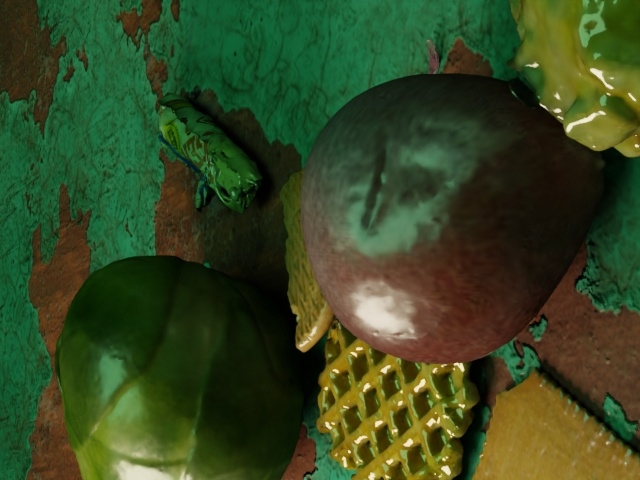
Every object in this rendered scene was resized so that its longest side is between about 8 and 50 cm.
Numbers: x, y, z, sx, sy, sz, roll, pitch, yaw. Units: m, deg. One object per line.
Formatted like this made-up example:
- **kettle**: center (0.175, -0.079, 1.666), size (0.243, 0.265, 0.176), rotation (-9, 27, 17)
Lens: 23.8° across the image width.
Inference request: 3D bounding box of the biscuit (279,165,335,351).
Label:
- **biscuit**: center (0.001, 0.000, 1.677), size (0.144, 0.033, 0.224), rotation (-51, 36, 40)

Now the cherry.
- **cherry**: center (0.111, -0.024, 1.343), size (0.307, 0.221, 0.261), rotation (-19, 77, 40)

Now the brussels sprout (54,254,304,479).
- **brussels sprout**: center (-0.168, 0.168, 1.790), size (0.315, 0.276, 0.371), rotation (101, 157, -46)

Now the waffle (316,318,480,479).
- **waffle**: center (0.075, 0.150, 1.571), size (0.291, 0.051, 0.291), rotation (6, 97, 58)

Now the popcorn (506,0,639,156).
- **popcorn**: center (0.240, -0.179, 1.103), size (0.286, 0.215, 0.252), rotation (-76, -27, -54)

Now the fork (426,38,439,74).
- **fork**: center (0.108, -0.149, 1.542), size (0.016, 0.012, 0.115), rotation (-138, 49, -56)

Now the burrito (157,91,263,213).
- **burrito**: center (-0.149, -0.100, 1.942), size (0.288, 0.054, 0.104), rotation (42, 127, 52)

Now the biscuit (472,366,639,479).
- **biscuit**: center (0.209, 0.252, 1.381), size (0.232, 0.013, 0.237), rotation (43, 126, 51)
